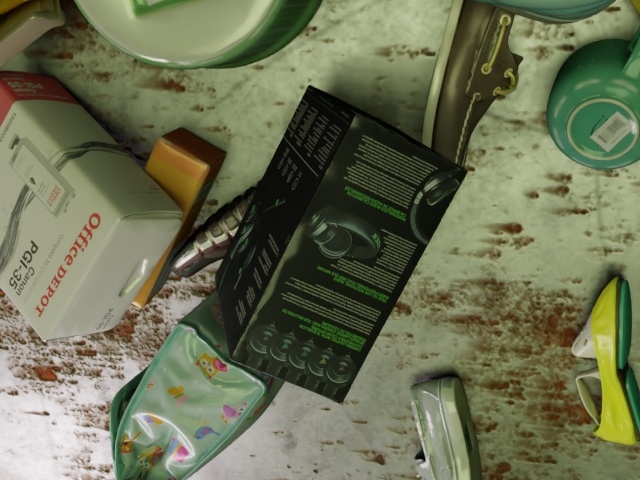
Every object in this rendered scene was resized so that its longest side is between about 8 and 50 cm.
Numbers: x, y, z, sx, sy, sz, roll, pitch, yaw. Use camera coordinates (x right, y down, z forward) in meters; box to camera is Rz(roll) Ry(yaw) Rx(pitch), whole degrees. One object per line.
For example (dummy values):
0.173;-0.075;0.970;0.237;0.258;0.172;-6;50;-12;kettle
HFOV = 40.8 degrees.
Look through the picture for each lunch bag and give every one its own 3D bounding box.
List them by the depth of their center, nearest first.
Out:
-0.152;0.194;1.118;0.160;0.223;0.262;37;114;4;lunch bag

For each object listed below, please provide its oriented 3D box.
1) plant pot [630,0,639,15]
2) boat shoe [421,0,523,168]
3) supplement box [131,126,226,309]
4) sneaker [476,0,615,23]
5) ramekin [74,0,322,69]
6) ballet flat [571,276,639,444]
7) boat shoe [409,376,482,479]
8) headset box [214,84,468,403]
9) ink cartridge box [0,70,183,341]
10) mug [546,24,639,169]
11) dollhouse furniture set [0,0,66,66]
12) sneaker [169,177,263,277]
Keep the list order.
0.450;-0.300;0.825;0.239;0.254;0.254;-38;98;5;plant pot
0.182;-0.217;0.966;0.097;0.116;0.324;12;104;9;boat shoe
-0.212;-0.027;1.132;0.078;0.080;0.233;30;110;1;supplement box
0.125;-0.299;0.819;0.366;0.150;0.135;8;95;-2;sneaker
-0.144;-0.337;0.970;0.304;0.148;0.303;4;110;10;ramekin
0.359;0.156;1.085;0.077;0.077;0.230;-3;111;30;ballet flat
0.168;0.293;1.172;0.081;0.079;0.227;-7;103;23;boat shoe
0.000;0.000;0.919;0.131;0.246;0.283;24;100;-17;headset box
-0.336;-0.045;1.077;0.283;0.117;0.207;44;113;20;ink cartridge box
0.314;-0.155;0.945;0.130;0.097;0.157;-1;124;26;mug
-0.461;-0.278;1.006;0.302;0.151;0.197;-29;62;23;dollhouse furniture set
-0.050;0.006;1.097;0.281;0.106;0.162;-35;102;19;sneaker
